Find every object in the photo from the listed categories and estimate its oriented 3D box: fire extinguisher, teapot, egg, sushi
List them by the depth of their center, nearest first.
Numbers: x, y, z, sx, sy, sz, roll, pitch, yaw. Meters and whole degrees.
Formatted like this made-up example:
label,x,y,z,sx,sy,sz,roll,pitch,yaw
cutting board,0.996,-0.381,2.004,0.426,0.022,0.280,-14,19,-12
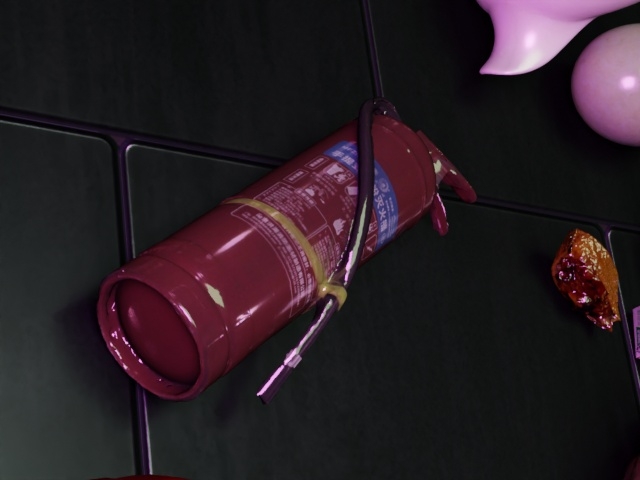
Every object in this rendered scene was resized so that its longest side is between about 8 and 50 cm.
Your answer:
label,x,y,z,sx,sy,sz,roll,pitch,yaw
fire extinguisher,0.000,0.000,0.979,0.341,0.105,0.141,-35,107,-42
sushi,0.226,0.034,1.174,0.099,0.050,0.047,52,43,-18
teapot,0.244,-0.251,1.228,0.298,0.204,0.139,-26,108,-23
egg,0.300,-0.144,1.276,0.152,0.114,0.114,3,67,-40

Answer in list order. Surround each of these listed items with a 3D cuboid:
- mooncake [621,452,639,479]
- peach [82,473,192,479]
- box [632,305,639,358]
label,x,y,z,sx,sy,sz,roll,pitch,yaw
mooncake,0.396,0.257,1.113,0.324,0.187,0.324,16,61,-30
peach,-0.050,0.292,0.628,0.388,0.388,0.388,17,59,-32
box,0.369,0.101,1.262,0.207,0.041,0.050,16,65,-34
